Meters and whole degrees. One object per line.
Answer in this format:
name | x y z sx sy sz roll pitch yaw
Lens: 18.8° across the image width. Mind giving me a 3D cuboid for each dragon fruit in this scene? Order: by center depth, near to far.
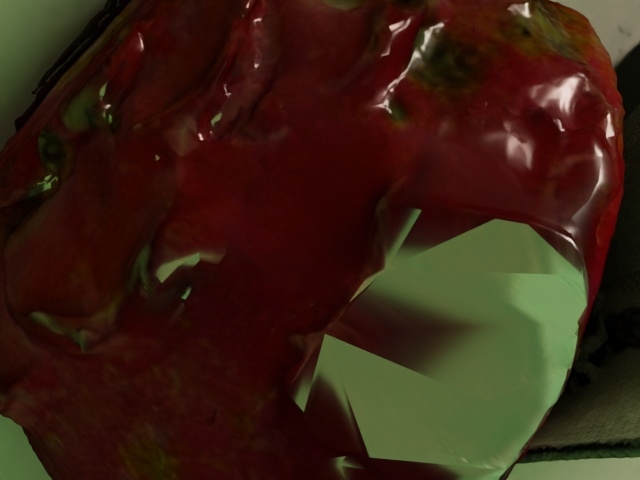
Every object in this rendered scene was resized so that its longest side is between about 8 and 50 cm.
dragon fruit | 0.000 0.000 0.610 0.163 0.189 0.261 32 84 -52

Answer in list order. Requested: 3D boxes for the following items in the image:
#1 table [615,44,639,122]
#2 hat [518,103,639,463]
table | 0.165 -0.027 0.752 0.133 0.043 0.133 -12 122 -20
hat | 0.167 0.003 0.646 0.257 0.257 0.130 -2 81 -26
